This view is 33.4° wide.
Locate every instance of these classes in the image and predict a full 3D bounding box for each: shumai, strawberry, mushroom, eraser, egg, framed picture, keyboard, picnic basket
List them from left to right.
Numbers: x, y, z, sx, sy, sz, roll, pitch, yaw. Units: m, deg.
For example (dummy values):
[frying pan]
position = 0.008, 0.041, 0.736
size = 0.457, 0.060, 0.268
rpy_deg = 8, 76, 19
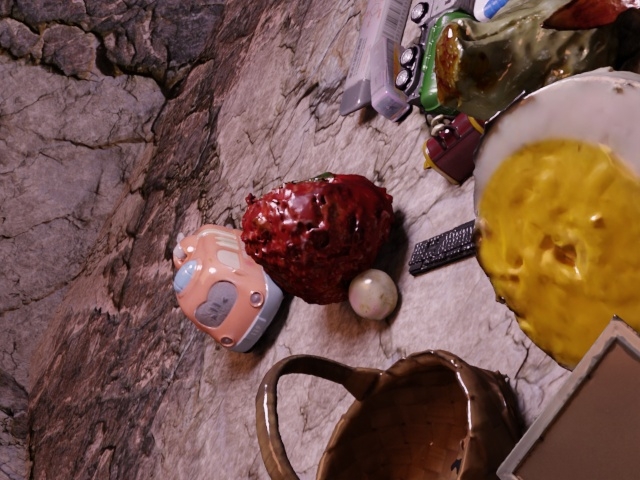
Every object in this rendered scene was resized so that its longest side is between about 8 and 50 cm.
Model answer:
[strawberry]
position = 0.000, 0.000, 1.773
size = 0.274, 0.274, 0.221
rpy_deg = -2, 101, 64
[picnic basket]
position = 0.056, 0.266, 1.293
size = 0.337, 0.337, 0.293
rpy_deg = -51, 28, 30
[mushroom]
position = 0.085, 0.086, 1.703
size = 0.083, 0.083, 0.067
rpy_deg = -51, -14, 30
[eraser]
position = 0.115, -0.396, 2.099
size = 0.089, 0.061, 0.352
rpy_deg = -17, 53, 58
[keyboard]
position = 0.196, 0.007, 1.611
size = 0.195, 0.018, 0.060
rpy_deg = -26, 43, 55
[shumai]
position = 0.280, -0.287, 1.466
size = 0.225, 0.222, 0.261
rpy_deg = -13, 52, 64
[egg]
position = 0.332, -0.025, 1.114
size = 0.337, 0.201, 0.337
rpy_deg = 15, 113, 38
[framed picture]
position = 0.316, 0.236, 1.000
size = 0.274, 0.017, 0.217
rpy_deg = 47, 112, 33

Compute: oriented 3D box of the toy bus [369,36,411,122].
[toy bus]
position = 0.129, -0.298, 1.967
size = 0.057, 0.072, 0.172
rpy_deg = -40, 35, 38

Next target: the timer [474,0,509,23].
[timer]
position = 0.336, -0.466, 1.686
size = 0.178, 0.078, 0.254
rpy_deg = -26, 46, 58

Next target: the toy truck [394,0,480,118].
[toy truck]
position = 0.211, -0.319, 1.783
size = 0.125, 0.101, 0.243
rpy_deg = -17, 56, 54

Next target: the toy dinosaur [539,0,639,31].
[toy dinosaur]
position = 0.409, -0.390, 1.285
size = 0.327, 0.113, 0.207
rpy_deg = -28, 54, 35

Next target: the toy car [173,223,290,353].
[toy car]
position = -0.191, 0.080, 2.101
size = 0.181, 0.212, 0.270
rpy_deg = -56, 26, 21

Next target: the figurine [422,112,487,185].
[figurine]
position = 0.205, -0.153, 1.643
size = 0.154, 0.098, 0.082
rpy_deg = -39, 39, 41
